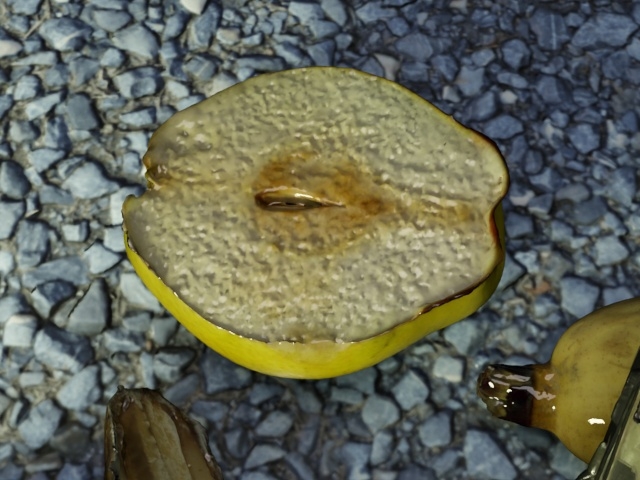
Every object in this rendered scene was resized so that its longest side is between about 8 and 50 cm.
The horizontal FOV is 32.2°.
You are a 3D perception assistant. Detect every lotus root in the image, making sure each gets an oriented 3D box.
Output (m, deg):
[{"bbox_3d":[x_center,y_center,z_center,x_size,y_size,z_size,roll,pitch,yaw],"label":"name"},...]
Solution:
[{"bbox_3d":[-0.147,0.286,1.071,0.078,0.167,0.329,-43,50,22],"label":"lotus root"},{"bbox_3d":[0.312,0.146,1.098,0.309,0.183,0.183,-8,62,3],"label":"lotus root"}]

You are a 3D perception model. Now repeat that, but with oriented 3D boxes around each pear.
[{"bbox_3d":[0.000,0.000,1.173,0.386,0.191,0.340,10,60,8],"label":"pear"}]

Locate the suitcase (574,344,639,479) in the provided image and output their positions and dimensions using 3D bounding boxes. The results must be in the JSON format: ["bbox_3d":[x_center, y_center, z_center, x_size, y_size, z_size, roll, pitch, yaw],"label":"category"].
[{"bbox_3d":[0.328,0.289,0.922,0.283,0.194,0.434,20,98,12],"label":"suitcase"}]
